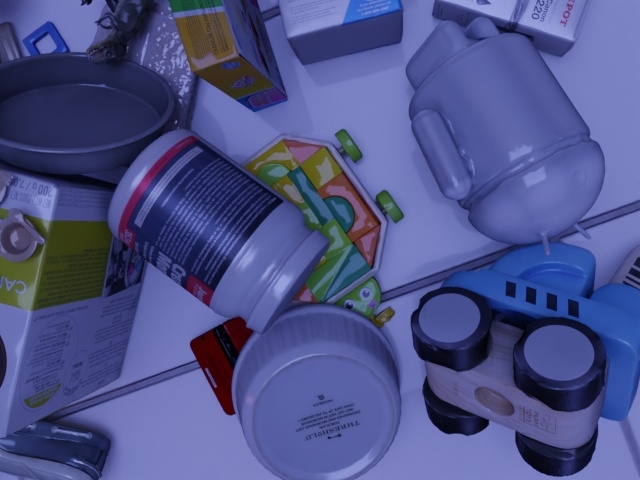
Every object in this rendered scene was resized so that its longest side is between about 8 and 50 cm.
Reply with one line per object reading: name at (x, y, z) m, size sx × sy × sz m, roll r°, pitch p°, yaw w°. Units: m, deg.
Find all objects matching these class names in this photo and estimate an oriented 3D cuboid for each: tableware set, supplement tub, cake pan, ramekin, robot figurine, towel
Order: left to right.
tableware set at (-0.418, -0.008, 0.809) m, size 0.168 × 0.020 × 0.141 m, roll -42°, pitch 88°, yaw 5°
cake pan at (-0.361, -0.188, 0.980) m, size 0.293 × 0.293 × 0.054 m, roll 16°, pitch 129°, yaw 7°
towel at (-0.295, -0.254, 1.111) m, size 0.187 × 0.049 × 0.283 m, roll 12°, pitch 93°, yaw 8°
supplement tub at (-0.143, -0.012, 0.957) m, size 0.272 × 0.191 × 0.191 m, roll 36°, pitch 96°, yaw 5°
ramekin at (-0.001, 0.241, 1.011) m, size 0.272 × 0.127 × 0.273 m, roll -1°, pitch 103°, yaw -5°
robot figurine at (0.260, -0.144, 0.947) m, size 0.299 × 0.200 × 0.354 m, roll -18°, pitch 73°, yaw -30°

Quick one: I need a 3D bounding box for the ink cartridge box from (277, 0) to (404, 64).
ink cartridge box at (0.018, -0.412, 1.003) m, size 0.171 × 0.168 × 0.233 m, roll -12°, pitch 90°, yaw 7°

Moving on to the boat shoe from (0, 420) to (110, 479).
boat shoe at (-0.509, 0.341, 1.151) m, size 0.319 × 0.116 × 0.099 m, roll 13°, pitch 49°, yaw 15°

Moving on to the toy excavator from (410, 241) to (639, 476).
toy excavator at (0.397, 0.095, 0.944) m, size 0.432 × 0.222 × 0.445 m, roll 17°, pitch 53°, yaw 32°

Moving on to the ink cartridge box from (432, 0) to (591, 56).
ink cartridge box at (0.297, -0.389, 1.006) m, size 0.217 × 0.092 × 0.159 m, roll 19°, pitch 94°, yaw 5°

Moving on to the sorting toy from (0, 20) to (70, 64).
sorting toy at (-0.592, -0.259, 1.151) m, size 0.347 × 0.047 × 0.196 m, roll -18°, pitch 89°, yaw 8°

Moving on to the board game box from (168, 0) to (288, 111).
board game box at (-0.139, -0.328, 0.953) m, size 0.064 × 0.316 × 0.242 m, roll -18°, pitch 89°, yaw 8°

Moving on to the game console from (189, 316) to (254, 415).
game console at (-0.128, 0.200, 1.120) m, size 0.124 × 0.085 × 0.144 m, roll -30°, pitch 87°, yaw 39°

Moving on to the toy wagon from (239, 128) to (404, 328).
toy wagon at (0.000, 0.000, 1.069) m, size 0.267 × 0.068 × 0.344 m, roll -35°, pitch 87°, yaw 8°

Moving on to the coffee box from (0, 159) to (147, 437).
coffee box at (-0.488, 0.049, 0.999) m, size 0.337 × 0.338 × 0.335 m, roll 14°, pitch 94°, yaw 7°

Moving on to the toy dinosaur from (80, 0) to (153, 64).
toy dinosaur at (-0.308, -0.397, 1.064) m, size 0.118 × 0.064 × 0.268 m, roll 31°, pitch 82°, yaw 4°
